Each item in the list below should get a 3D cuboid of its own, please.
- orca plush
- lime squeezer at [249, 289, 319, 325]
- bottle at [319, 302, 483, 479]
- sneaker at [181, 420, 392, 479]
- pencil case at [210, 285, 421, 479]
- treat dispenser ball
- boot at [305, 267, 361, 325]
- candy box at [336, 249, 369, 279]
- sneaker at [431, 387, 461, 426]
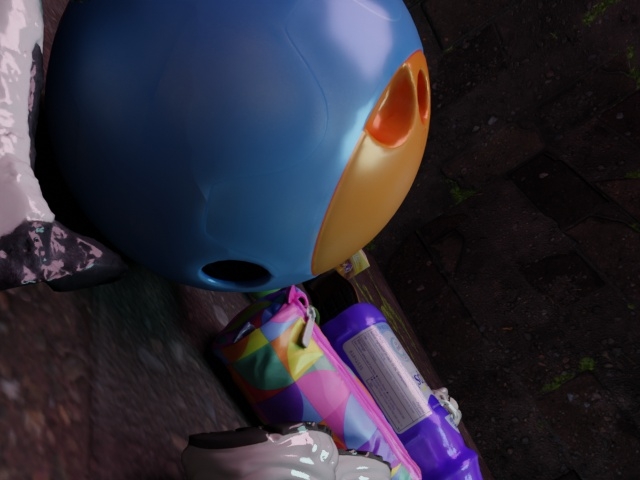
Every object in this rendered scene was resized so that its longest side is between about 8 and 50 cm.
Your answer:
[{"bbox_3d":[-0.187,-0.093,0.383,0.287,0.151,0.102,56,-25,10],"label":"orca plush"},{"bbox_3d":[-0.053,0.079,0.847,0.310,0.059,0.110,56,-26,-9],"label":"lime squeezer"},{"bbox_3d":[0.099,0.207,0.779,0.283,0.092,0.118,56,4,18],"label":"bottle"},{"bbox_3d":[-0.013,0.187,0.442,0.271,0.100,0.108,52,32,-63],"label":"sneaker"},{"bbox_3d":[-0.001,0.151,0.608,0.236,0.104,0.104,57,6,-10],"label":"pencil case"},{"bbox_3d":[-0.059,-0.103,0.530,0.288,0.288,0.288,56,6,-10],"label":"treat dispenser ball"},{"bbox_3d":[0.043,0.118,1.175,0.106,0.082,0.219,48,9,-42],"label":"boot"},{"bbox_3d":[0.000,0.000,1.297,0.187,0.109,0.053,55,7,-28],"label":"candy box"},{"bbox_3d":[0.166,0.295,1.105,0.110,0.118,0.292,60,8,7],"label":"sneaker"}]
